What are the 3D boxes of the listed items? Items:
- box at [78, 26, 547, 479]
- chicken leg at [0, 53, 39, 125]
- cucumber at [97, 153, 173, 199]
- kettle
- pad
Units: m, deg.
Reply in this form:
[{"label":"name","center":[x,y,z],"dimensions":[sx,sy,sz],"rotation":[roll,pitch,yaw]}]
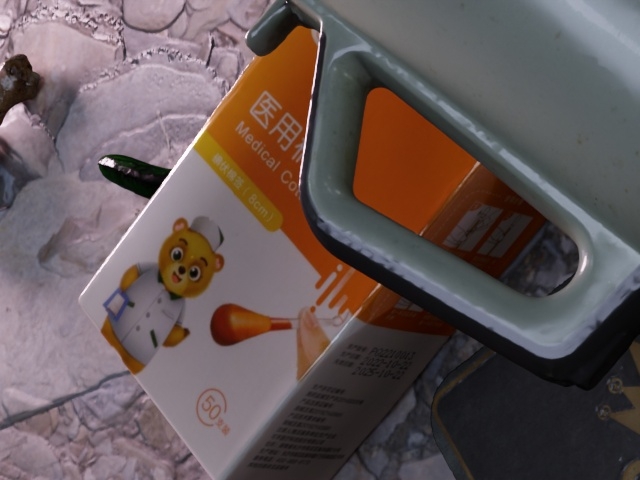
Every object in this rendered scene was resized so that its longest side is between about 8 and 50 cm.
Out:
[{"label":"box","center":[0.000,0.000,1.423],"dimensions":[0.341,0.143,0.225],"rotation":[-53,58,17]},{"label":"chicken leg","center":[-0.336,-0.095,1.727],"dimensions":[0.085,0.069,0.198],"rotation":[43,100,31]},{"label":"cucumber","center":[-0.129,-0.048,1.592],"dimensions":[0.184,0.033,0.036],"rotation":[13,115,36]},{"label":"kettle","center":[0.130,-0.124,1.193],"dimensions":[0.361,0.250,0.377],"rotation":[-45,65,-4]},{"label":"pad","center":[0.253,0.131,1.272],"dimensions":[0.375,0.063,0.315],"rotation":[-42,61,23]}]
